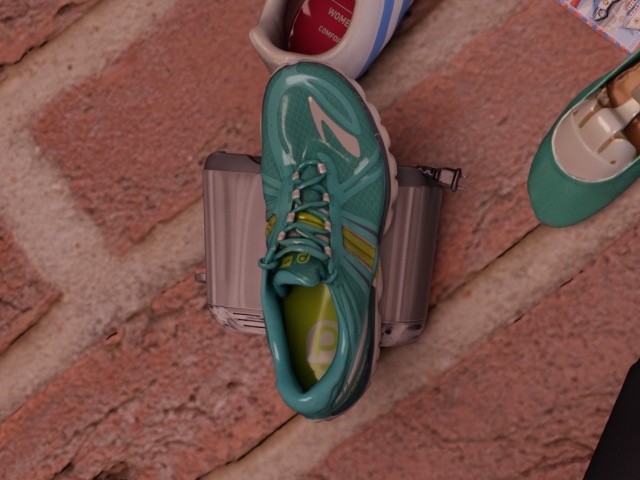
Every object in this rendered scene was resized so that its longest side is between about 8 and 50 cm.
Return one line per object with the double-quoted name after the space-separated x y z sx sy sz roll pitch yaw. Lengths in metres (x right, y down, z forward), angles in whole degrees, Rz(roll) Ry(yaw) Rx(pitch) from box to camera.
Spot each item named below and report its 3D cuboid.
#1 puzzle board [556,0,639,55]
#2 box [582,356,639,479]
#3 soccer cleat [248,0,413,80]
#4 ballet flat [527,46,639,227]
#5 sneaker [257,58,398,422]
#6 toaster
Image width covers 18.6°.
0.253 -0.226 1.569 0.096 0.011 0.128 40 101 19 "puzzle board"
0.342 0.382 1.240 0.471 0.297 0.480 24 87 2 "box"
0.056 -0.264 1.576 0.116 0.143 0.331 33 98 20 "soccer cleat"
0.246 -0.108 1.523 0.247 0.087 0.083 -43 73 13 "ballet flat"
0.000 0.000 1.467 0.107 0.110 0.275 -4 91 15 "sneaker"
0.008 0.006 1.587 0.227 0.129 0.146 5 92 17 "toaster"
